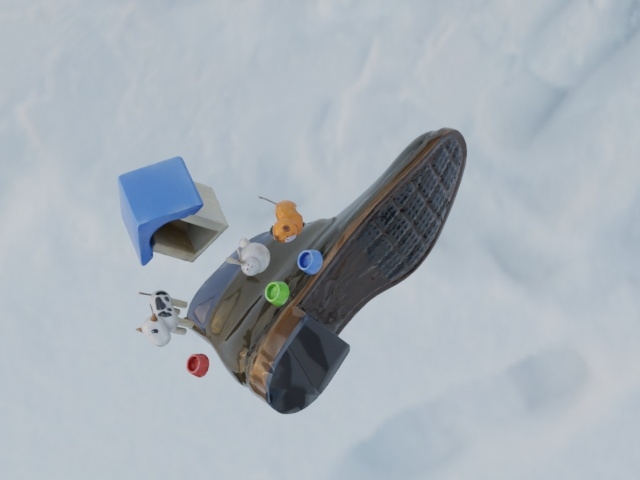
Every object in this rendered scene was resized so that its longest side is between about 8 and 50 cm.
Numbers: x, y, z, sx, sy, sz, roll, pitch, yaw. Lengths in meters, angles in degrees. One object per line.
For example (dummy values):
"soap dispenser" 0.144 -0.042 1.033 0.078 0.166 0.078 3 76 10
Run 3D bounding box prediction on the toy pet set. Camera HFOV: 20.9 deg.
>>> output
"toy pet set" -0.078 0.003 1.063 0.065 0.114 0.122 18 127 -46

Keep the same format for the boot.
"boot" 0.000 0.000 1.143 0.219 0.106 0.082 -52 140 -11
